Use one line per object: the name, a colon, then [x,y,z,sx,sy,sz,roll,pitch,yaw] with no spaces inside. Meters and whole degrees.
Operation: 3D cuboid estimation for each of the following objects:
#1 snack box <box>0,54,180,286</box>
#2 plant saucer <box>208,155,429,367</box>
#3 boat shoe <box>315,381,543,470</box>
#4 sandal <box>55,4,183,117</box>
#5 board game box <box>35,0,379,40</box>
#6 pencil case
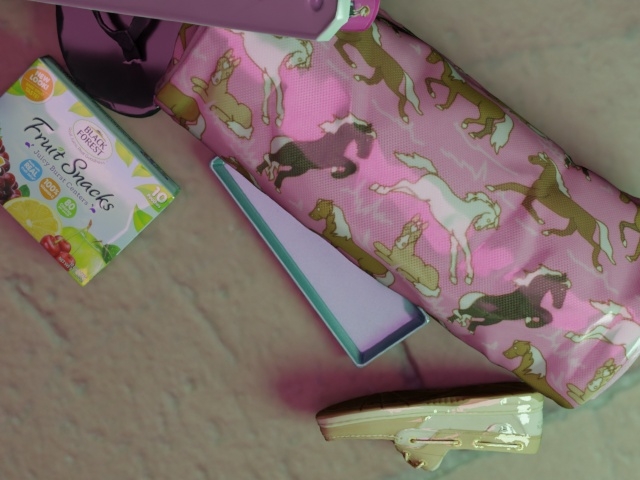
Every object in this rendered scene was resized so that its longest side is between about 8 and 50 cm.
snack box: [-0.187,-0.052,1.159,0.100,0.037,0.141,-44,95,10]
plant saucer: [0.000,0.000,1.165,0.067,0.018,0.192,-35,96,10]
boat shoe: [0.082,0.142,1.164,0.170,0.063,0.059,-5,95,5]
sandal: [-0.141,-0.213,1.113,0.097,0.054,0.255,4,102,4]
board game box: [-0.098,-0.331,0.931,0.390,0.050,0.390,14,102,42]
pencil case: [0.076,-0.050,1.077,0.386,0.160,0.167,38,100,-3]
